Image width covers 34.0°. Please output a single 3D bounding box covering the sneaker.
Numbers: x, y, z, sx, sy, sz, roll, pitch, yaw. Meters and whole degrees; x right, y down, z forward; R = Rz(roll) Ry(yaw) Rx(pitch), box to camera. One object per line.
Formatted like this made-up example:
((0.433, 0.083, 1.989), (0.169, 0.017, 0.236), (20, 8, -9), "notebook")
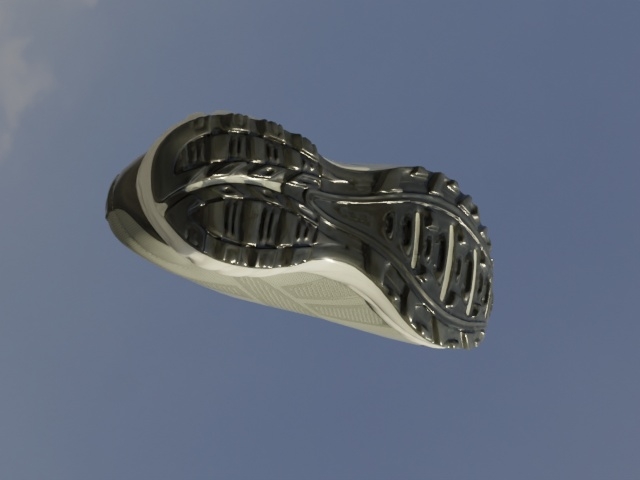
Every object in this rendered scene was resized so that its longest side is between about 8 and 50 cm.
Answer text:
((0.000, 0.000, 0.620), (0.108, 0.271, 0.100), (-12, -117, 51), "sneaker")
